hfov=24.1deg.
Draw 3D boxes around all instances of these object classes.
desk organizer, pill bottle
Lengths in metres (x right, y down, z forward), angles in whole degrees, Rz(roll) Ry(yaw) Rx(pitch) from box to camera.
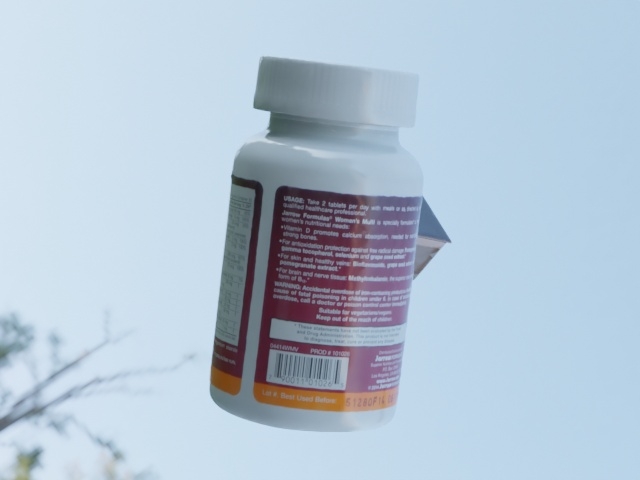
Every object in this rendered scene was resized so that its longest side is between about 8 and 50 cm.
[{"bbox_3d":[0.052,-0.031,1.260,0.050,0.047,0.130,-50,-130,28],"label":"desk organizer"},{"bbox_3d":[0.000,0.000,0.935,0.121,0.121,0.221,13,-82,47],"label":"pill bottle"}]
